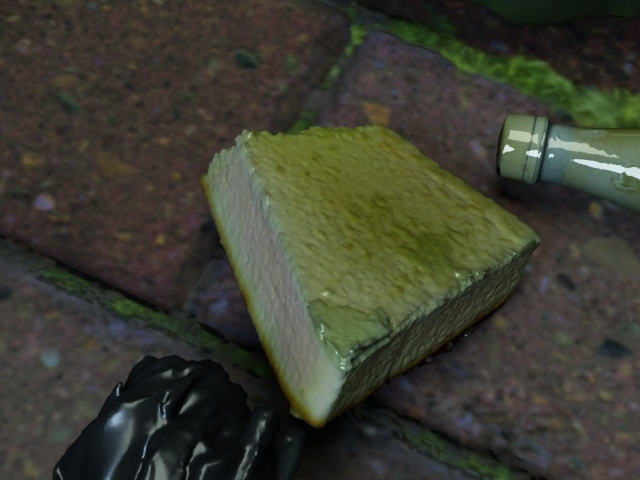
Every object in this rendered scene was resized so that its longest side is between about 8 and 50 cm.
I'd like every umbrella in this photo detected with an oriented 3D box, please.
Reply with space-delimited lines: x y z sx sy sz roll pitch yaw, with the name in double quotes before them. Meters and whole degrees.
"umbrella" -0.064 0.213 0.747 0.118 0.118 0.340 2 64 -5

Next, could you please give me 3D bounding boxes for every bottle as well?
"bottle" 0.230 -0.029 0.944 0.269 0.083 0.083 12 55 4

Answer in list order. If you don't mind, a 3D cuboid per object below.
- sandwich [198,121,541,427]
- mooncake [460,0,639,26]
"sandwich" 0.000 0.000 0.879 0.162 0.058 0.193 36 35 19
"mooncake" 0.120 -0.287 1.051 0.351 0.187 0.351 5 56 -7
